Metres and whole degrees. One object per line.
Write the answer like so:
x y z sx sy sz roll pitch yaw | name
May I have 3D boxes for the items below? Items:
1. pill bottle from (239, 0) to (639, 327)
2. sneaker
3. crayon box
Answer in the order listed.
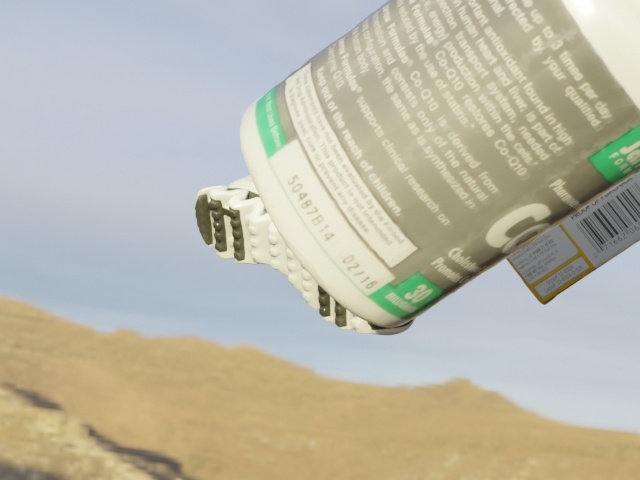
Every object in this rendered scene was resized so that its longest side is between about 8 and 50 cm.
0.138 -0.112 0.969 0.361 0.204 0.204 -35 -28 18 | pill bottle
0.000 0.000 1.477 0.292 0.110 0.118 31 46 30 | sneaker
0.221 -0.118 1.445 0.203 0.323 0.083 -39 -2 40 | crayon box
